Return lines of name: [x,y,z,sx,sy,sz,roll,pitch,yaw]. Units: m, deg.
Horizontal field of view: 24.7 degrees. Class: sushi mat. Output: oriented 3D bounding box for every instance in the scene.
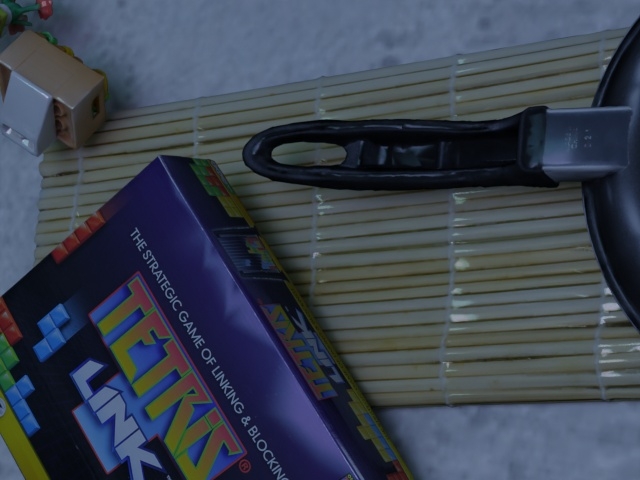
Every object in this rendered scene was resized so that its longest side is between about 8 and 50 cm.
sushi mat: [0.000,0.000,0.643,0.317,0.019,0.151,-6,75,28]

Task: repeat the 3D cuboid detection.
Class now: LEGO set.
LEGO set: [-0.215,-0.123,0.756,0.287,0.107,0.132,3,114,29]

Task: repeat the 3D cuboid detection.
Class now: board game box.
board game box: [-0.063,0.072,0.624,0.141,0.048,0.170,-40,72,22]

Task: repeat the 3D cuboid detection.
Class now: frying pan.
frying pan: [0.137,-0.057,0.548,0.326,0.053,0.197,26,89,22]
